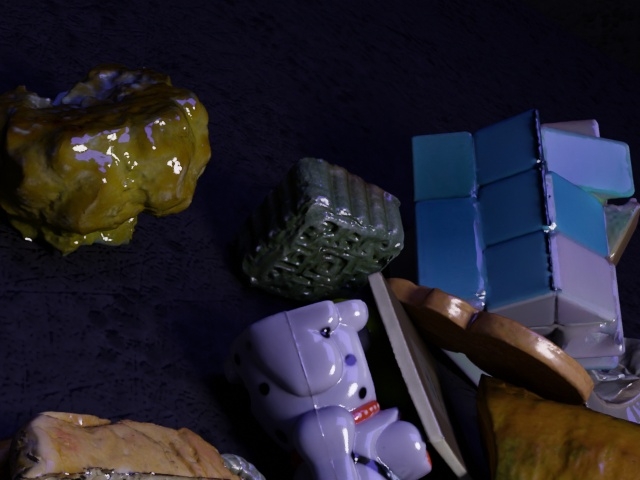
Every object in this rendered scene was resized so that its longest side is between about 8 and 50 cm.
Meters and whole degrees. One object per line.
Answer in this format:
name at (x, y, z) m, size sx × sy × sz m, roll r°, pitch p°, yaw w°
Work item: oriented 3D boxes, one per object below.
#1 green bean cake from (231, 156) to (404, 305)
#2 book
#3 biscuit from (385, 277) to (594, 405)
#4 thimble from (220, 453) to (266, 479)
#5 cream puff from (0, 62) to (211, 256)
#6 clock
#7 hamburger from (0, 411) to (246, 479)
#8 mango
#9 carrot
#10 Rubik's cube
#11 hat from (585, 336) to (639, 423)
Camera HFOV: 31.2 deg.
green bean cake at (0.000, 0.000, 1.477) m, size 0.173 × 0.181 × 0.094 m, roll 24°, pitch 36°, yaw -35°
book at (0.136, 0.188, 1.389) m, size 0.310 × 0.021 × 0.217 m, roll 55°, pitch 14°, yaw -59°
biscuit at (0.205, 0.123, 1.430) m, size 0.289 × 0.044 × 0.202 m, roll 27°, pitch -15°, yaw 18°
thimble at (-0.090, 0.271, 1.138) m, size 0.084 × 0.062 × 0.110 m, roll 11°, pitch 42°, yaw -42°
cream puff at (-0.256, -0.086, 1.308) m, size 0.282 × 0.185 × 0.282 m, roll -3°, pitch 29°, yaw 1°
clock at (0.015, 0.211, 1.256) m, size 0.189 × 0.189 × 0.254 m, roll 6°, pitch 52°, yaw -47°
hamburger at (-0.204, 0.222, 1.022) m, size 0.262 × 0.124 × 0.131 m, roll 18°, pitch 19°, yaw -44°
mango at (0.055, 0.143, 1.466) m, size 0.163 × 0.089 × 0.117 m, roll 45°, pitch 19°, yaw -23°
carrot at (0.301, 0.313, 1.361) m, size 0.341 × 0.241 × 0.241 m, roll 15°, pitch 15°, yaw 31°
Rubik's cube at (0.281, 0.022, 1.654) m, size 0.368 × 0.358 × 0.387 m, roll 63°, pitch 26°, yaw -65°
hat at (0.446, 0.250, 1.816) m, size 0.214 × 0.149 × 0.244 m, roll 2°, pitch 86°, yaw -33°
